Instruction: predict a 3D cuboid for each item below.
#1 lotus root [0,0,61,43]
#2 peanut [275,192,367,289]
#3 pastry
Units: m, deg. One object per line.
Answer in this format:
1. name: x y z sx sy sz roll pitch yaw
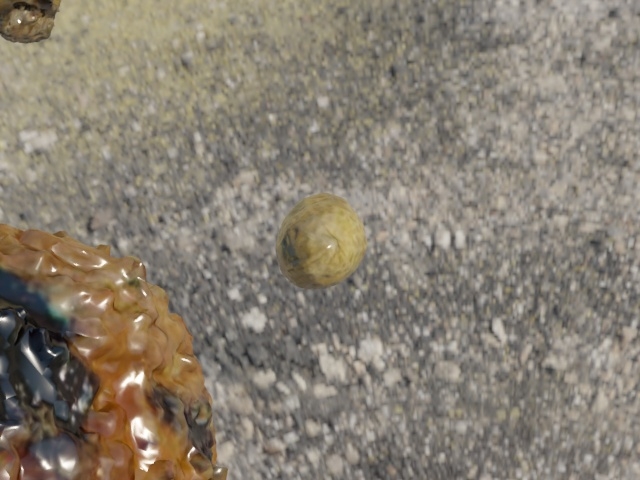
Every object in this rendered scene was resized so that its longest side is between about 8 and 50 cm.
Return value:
1. lotus root: -0.291 -0.309 1.050 0.131 0.146 0.303 -11 98 6
2. peanut: -0.002 0.002 1.190 0.089 0.193 0.089 0 94 3
3. pastry: -0.229 0.141 0.745 0.405 0.292 0.337 42 52 -8
